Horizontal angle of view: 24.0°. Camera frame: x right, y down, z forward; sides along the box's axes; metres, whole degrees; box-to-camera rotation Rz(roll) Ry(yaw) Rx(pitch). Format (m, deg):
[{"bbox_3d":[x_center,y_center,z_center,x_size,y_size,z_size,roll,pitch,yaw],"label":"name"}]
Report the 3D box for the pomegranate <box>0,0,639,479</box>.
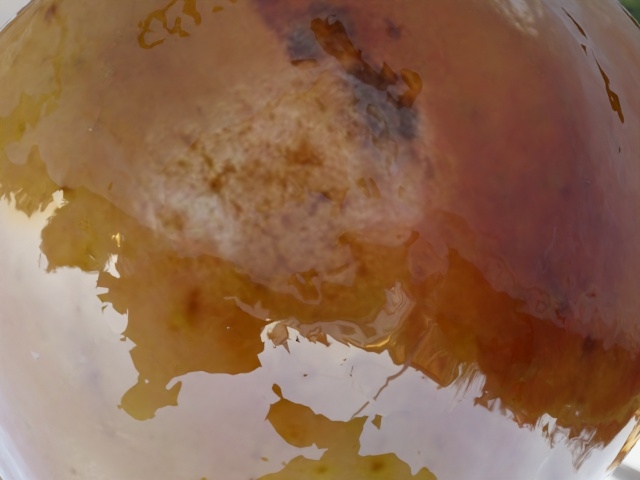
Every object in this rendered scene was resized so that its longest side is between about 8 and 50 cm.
[{"bbox_3d":[0.001,0.006,0.416,0.209,0.209,0.209,24,-174,-3],"label":"pomegranate"}]
